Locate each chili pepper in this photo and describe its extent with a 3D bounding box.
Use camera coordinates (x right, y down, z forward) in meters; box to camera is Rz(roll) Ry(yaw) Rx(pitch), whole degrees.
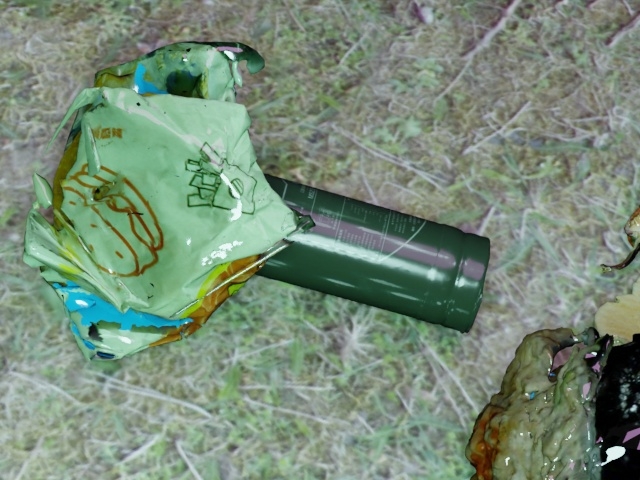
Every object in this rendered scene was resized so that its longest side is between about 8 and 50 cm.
[{"bbox_3d":[0.365,-0.039,1.947,0.268,0.059,0.050,-42,113,-36],"label":"chili pepper"}]

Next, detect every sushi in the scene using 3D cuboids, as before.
[{"bbox_3d":[0.235,0.179,1.662,0.219,0.225,0.238,8,20,4],"label":"sushi"}]

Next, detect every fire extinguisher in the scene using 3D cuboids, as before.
[{"bbox_3d":[0.000,0.000,1.814,0.311,0.095,0.114,15,9,-3],"label":"fire extinguisher"}]

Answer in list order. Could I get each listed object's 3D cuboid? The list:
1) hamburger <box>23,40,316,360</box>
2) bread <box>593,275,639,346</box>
[{"bbox_3d":[-0.162,-0.051,1.724,0.260,0.150,0.276,-25,71,21],"label":"hamburger"},{"bbox_3d":[0.392,0.093,1.813,0.251,0.039,0.182,26,47,38],"label":"bread"}]
